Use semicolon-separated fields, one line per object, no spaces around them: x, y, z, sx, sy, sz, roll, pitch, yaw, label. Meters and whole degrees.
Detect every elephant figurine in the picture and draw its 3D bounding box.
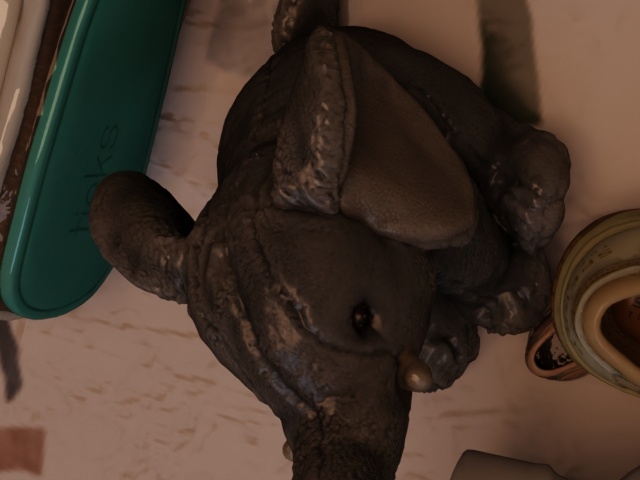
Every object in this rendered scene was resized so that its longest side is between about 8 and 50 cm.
0.000;0.000;0.733;0.186;0.239;0.169;23;106;19;elephant figurine

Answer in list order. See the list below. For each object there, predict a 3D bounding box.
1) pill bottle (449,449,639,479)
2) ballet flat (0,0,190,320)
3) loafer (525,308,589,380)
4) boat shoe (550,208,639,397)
0.184;0.178;0.733;0.302;0.169;0.169;14;101;10;pill bottle
-0.096;-0.159;0.812;0.139;0.139;0.400;27;104;10;ballet flat
0.140;0.022;0.808;0.125;0.039;0.045;-37;85;17;loafer
0.232;0.059;0.748;0.285;0.089;0.104;10;99;1;boat shoe
